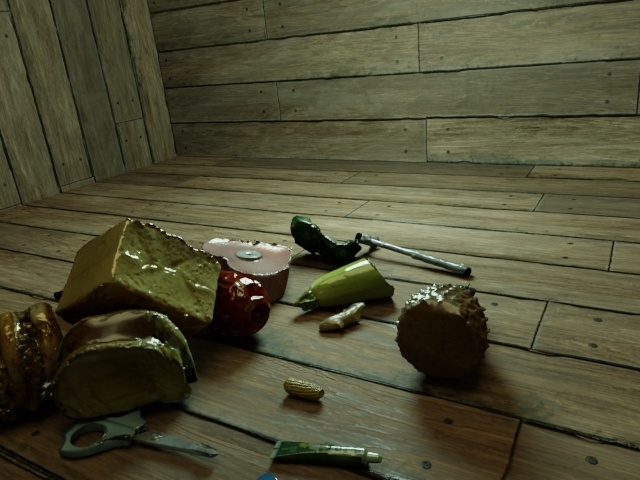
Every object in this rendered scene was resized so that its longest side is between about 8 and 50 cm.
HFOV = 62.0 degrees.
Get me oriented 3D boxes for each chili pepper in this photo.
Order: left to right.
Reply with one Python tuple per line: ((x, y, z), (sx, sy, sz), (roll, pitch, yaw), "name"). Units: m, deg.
((-0.006, 0.005, 1.835), (0.264, 0.116, 0.148), (28, 7, 20), "chili pepper")

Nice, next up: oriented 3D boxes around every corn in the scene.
((-0.036, 0.319, 1.141), (0.092, 0.037, 0.037), (5, 23, 29), "corn")

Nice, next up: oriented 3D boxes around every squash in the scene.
((0.055, 0.122, 1.521), (0.287, 0.137, 0.137), (-10, 21, -5), "squash")

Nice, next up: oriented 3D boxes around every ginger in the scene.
((0.062, 0.208, 1.408), (0.137, 0.044, 0.057), (-22, 55, -23), "ginger")

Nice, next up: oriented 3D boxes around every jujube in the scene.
((-0.244, 0.164, 1.419), (0.250, 0.174, 0.174), (15, 29, 43), "jujube")

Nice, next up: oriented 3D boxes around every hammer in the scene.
((0.296, 0.041, 1.743), (0.427, 0.044, 0.152), (17, 3, 35), "hammer")

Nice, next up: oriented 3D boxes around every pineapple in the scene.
((0.300, 0.172, 1.237), (0.202, 0.202, 0.362), (3, 15, 22), "pineapple")

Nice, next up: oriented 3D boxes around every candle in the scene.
((-0.215, 0.089, 1.692), (0.317, 0.131, 0.287), (24, 28, 37), "candle")

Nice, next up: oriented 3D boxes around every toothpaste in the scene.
((0.009, 0.385, 0.963), (0.204, 0.031, 0.049), (-2, 19, 16), "toothpaste")

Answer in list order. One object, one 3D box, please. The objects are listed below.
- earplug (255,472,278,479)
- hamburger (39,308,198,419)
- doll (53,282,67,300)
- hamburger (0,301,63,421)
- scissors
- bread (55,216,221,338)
((-0.159, 0.447, 0.721), (0.273, 0.132, 0.132), (-21, 25, -28), "earplug")
((-0.424, 0.251, 1.128), (0.308, 0.211, 0.132), (-5, 20, -12), "hamburger")
((-0.680, 0.159, 1.633), (0.257, 0.117, 0.182), (6, 22, 27), "doll")
((-0.678, 0.268, 1.178), (0.211, 0.245, 0.260), (-16, -18, -31), "hamburger")
((-0.351, 0.384, 1.058), (0.360, 0.029, 0.191), (1, 20, 26), "scissors")
((-0.431, 0.117, 1.282), (0.279, 0.279, 0.207), (-23, 47, 34), "bread")
